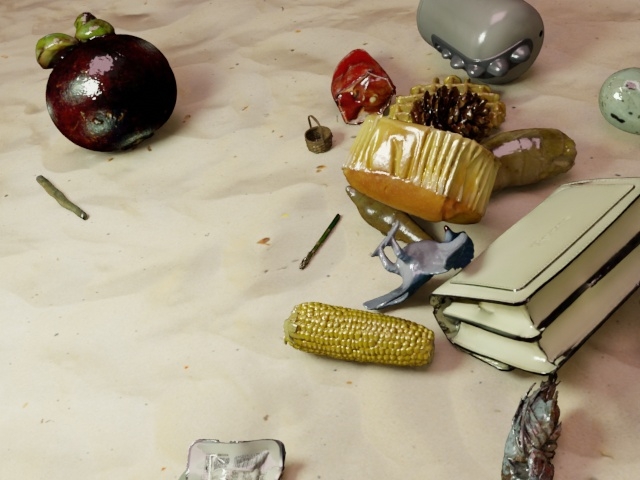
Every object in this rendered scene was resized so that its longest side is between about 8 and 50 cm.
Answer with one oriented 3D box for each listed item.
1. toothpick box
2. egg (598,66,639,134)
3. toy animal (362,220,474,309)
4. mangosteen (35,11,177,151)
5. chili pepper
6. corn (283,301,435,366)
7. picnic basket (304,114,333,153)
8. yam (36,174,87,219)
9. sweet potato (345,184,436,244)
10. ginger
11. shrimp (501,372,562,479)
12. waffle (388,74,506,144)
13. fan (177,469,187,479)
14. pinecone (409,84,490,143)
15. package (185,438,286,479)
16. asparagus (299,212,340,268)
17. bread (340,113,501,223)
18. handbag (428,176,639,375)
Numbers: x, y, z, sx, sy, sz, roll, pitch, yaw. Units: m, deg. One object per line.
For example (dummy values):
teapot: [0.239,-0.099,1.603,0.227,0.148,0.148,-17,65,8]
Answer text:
toothpick box: [0.384,-0.496,1.745,0.229,0.229,0.316,-25,47,-11]
egg: [0.656,-0.284,1.509,0.131,0.131,0.164,-31,53,-17]
toy animal: [0.180,0.043,1.259,0.176,0.239,0.255,32,54,-6]
mangosteen: [-0.515,-0.373,1.777,0.330,0.330,0.330,-7,44,7]
chili pepper: [0.089,-0.391,1.796,0.136,0.144,0.252,11,32,-17]
corn: [0.063,0.161,1.236,0.260,0.091,0.091,9,66,17]
picnic basket: [-0.007,-0.249,1.678,0.072,0.083,0.072,-8,43,8]
yam: [-0.616,-0.103,1.727,0.027,0.029,0.234,-30,45,-32]
sweet potato: [0.145,-0.033,1.436,0.067,0.067,0.274,-35,52,-20]
ginger: [0.379,-0.159,1.472,0.263,0.116,0.109,-20,14,2]
shrimp: [0.315,0.266,1.059,0.079,0.090,0.232,-15,43,51]
waffle: [0.290,-0.290,1.665,0.249,0.056,0.253,-21,45,-7]
fan: [-0.201,0.398,1.119,0.175,0.005,0.113,-24,44,-10]
pinecone: [0.270,-0.242,1.500,0.174,0.173,0.173,-7,44,7]
package: [-0.132,0.400,1.074,0.166,0.040,0.232,-7,54,9]
asparagus: [0.000,0.000,1.472,0.013,0.016,0.166,40,55,-6]
bread: [0.183,-0.123,1.367,0.288,0.204,0.156,21,92,32]
handbag: [0.380,0.047,1.206,0.358,0.160,0.237,-36,23,-22]
